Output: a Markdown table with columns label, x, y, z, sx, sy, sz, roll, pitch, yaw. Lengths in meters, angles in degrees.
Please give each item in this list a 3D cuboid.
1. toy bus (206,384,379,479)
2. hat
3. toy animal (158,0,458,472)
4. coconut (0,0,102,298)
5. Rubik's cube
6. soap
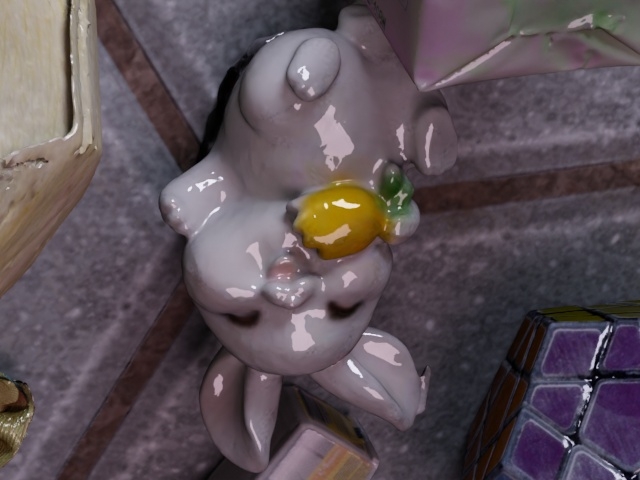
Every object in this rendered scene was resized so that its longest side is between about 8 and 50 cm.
| label | x | y | z | sx | sy | sz | roll | pitch | yaw |
| --- | --- | --- | --- | --- | --- | --- | --- | --- | --- |
| toy bus | -0.066 | 0.245 | 1.349 | 0.106 | 0.092 | 0.268 | 35 | 100 | -25 |
| hat | -0.254 | 0.126 | 1.219 | 0.077 | 0.059 | 0.076 | 23 | 90 | -37 |
| toy animal | -0.006 | -0.002 | 1.195 | 0.208 | 0.154 | 0.325 | -13 | 120 | -14 |
| coconut | -0.285 | -0.076 | 0.952 | 0.352 | 0.352 | 0.353 | -10 | 121 | -18 |
| Rubik's cube | 0.262 | 0.185 | 1.347 | 0.264 | 0.319 | 0.319 | -38 | 130 | -32 |
| soap | 0.115 | -0.213 | 1.097 | 0.182 | 0.199 | 0.138 | -9 | 135 | -17 |
